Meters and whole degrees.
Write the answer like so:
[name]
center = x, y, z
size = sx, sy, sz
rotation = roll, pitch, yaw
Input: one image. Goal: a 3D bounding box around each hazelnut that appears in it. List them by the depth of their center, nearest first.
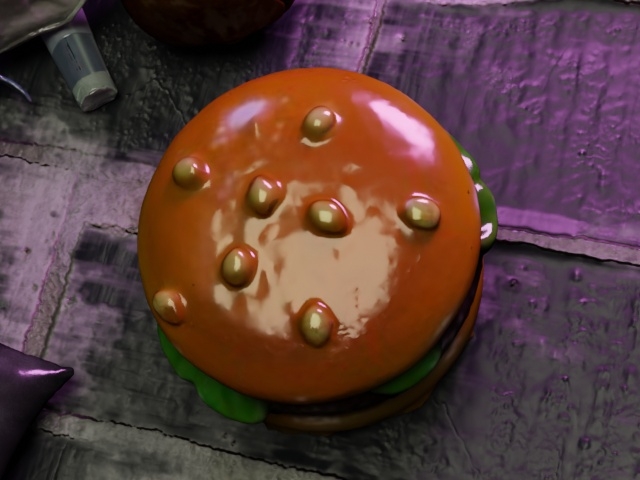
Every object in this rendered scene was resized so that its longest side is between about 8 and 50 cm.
[hazelnut]
center = -0.139, -0.349, 1.699
size = 0.233, 0.218, 0.218
rotation = -12, 68, 15

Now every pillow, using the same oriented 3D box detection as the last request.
[pillow]
center = -0.436, 0.177, 1.598
size = 0.249, 0.106, 0.186
rotation = 22, 68, 15

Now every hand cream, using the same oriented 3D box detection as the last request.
[hand cream]
center = -0.337, -0.281, 1.782
size = 0.079, 0.048, 0.255
rotation = -26, 65, -5

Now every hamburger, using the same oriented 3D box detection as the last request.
[hamburger]
center = 0.000, 0.000, 1.489
size = 0.395, 0.277, 0.396
rotation = -3, 71, 9

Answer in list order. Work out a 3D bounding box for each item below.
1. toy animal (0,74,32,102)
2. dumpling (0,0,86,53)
[toy animal]
center = -0.503, -0.187, 1.720
size = 0.255, 0.239, 0.176
rotation = -8, 97, 50
[dumpling]
center = -0.429, -0.359, 1.702
size = 0.341, 0.181, 0.260
rotation = -33, 106, -20
